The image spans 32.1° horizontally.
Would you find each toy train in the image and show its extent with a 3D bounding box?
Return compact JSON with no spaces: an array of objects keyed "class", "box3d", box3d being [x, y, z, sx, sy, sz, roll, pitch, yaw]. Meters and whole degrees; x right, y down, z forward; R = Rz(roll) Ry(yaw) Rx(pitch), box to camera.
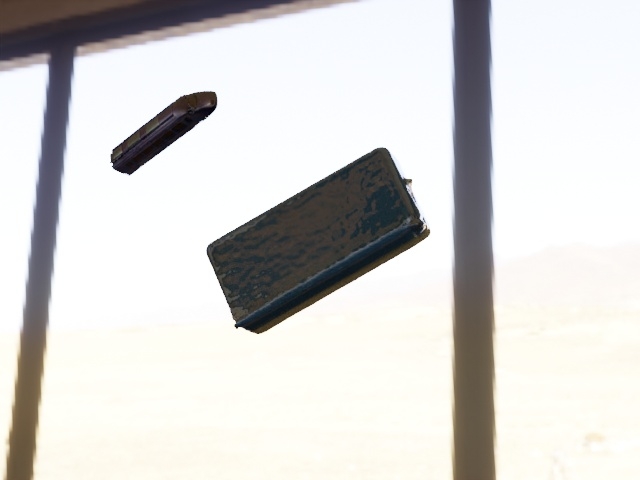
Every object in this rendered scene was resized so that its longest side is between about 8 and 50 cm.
[{"class":"toy train","box3d":[-0.093,-0.065,0.653,0.083,0.017,0.017,-31,-36,33]}]

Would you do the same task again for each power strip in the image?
[{"class":"power strip","box3d":[0.000,0.000,0.621,0.123,0.056,0.032,-30,-25,11]}]
